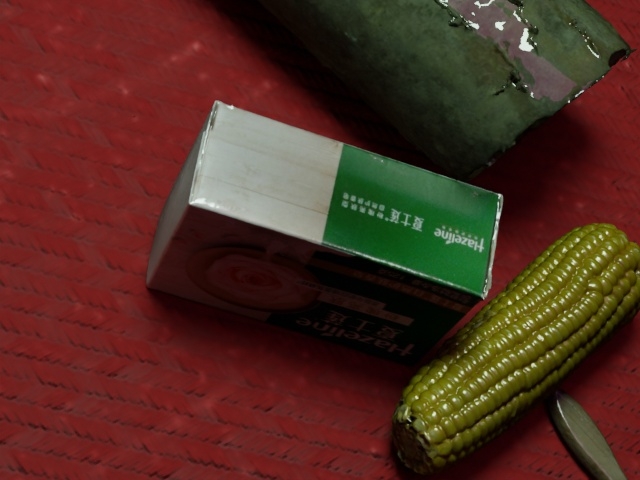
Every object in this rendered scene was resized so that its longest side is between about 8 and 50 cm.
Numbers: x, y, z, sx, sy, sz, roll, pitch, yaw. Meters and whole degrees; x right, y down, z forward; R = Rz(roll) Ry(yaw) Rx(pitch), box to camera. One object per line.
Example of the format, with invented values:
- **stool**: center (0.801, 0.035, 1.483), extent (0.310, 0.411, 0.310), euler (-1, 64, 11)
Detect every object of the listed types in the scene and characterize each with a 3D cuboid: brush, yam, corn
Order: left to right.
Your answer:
- **yam**: center (0.057, -0.180, 1.164), extent (0.304, 0.168, 0.168), euler (42, 60, 4)
- **corn**: center (0.134, 0.068, 1.124), extent (0.231, 0.080, 0.080), euler (-36, 81, -28)
- **brush**: center (0.207, 0.178, 1.134), extent (0.070, 0.021, 0.196), euler (-27, 75, -26)

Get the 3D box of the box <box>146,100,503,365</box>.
- **box**: center (0.000, 0.000, 1.078), extent (0.199, 0.135, 0.081), euler (19, 62, -9)
